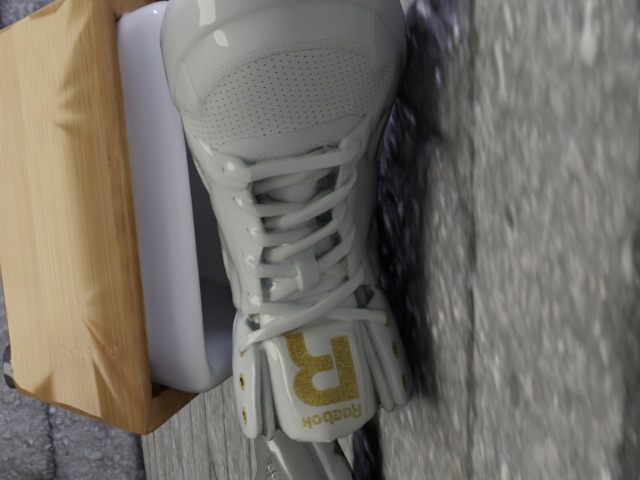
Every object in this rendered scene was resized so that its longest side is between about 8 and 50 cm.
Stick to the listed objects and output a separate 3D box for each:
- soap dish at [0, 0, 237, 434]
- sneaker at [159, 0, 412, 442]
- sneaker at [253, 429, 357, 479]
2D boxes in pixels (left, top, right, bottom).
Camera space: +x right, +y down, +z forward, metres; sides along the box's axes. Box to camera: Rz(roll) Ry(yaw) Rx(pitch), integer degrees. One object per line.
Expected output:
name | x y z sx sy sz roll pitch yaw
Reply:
soap dish | -0.099 -0.027 0.933 0.291 0.118 0.228 -34 -62 -79
sneaker | 0.000 0.000 0.704 0.292 0.108 0.169 83 175 -72
sneaker | -0.024 0.219 0.915 0.105 0.115 0.281 -122 27 -67
